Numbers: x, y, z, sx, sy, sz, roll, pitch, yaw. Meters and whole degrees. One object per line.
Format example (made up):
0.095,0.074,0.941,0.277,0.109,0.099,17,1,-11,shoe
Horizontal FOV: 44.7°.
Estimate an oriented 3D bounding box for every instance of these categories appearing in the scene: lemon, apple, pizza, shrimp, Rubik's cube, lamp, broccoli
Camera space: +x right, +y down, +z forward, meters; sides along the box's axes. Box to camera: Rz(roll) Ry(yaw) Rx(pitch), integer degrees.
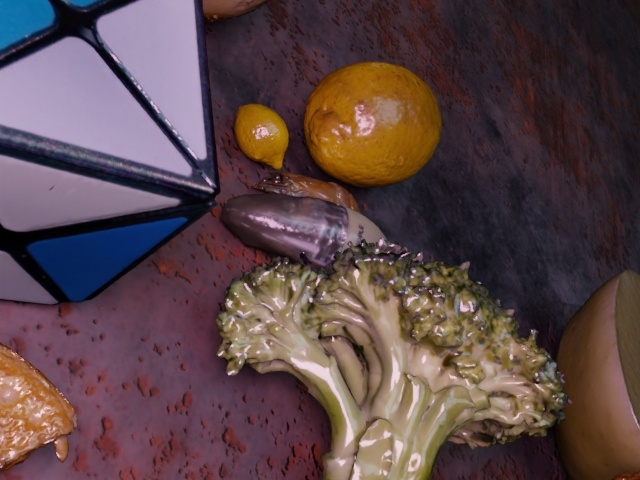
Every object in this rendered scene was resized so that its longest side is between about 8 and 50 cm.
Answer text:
0.070,-0.157,1.053,0.207,0.170,0.170,2,67,-41,lemon
0.498,0.247,1.174,0.312,0.320,0.360,10,45,3,apple
-0.072,-0.130,0.969,0.065,0.065,0.092,-34,92,-50,lemon
-0.299,0.157,0.576,0.188,0.062,0.199,35,51,-10,pizza
-0.015,-0.039,1.002,0.180,0.041,0.099,23,68,-37,shrimp
-0.251,-0.108,0.631,0.246,0.250,0.248,11,58,-42,Rubik's cube
0.000,0.000,0.933,0.250,0.101,0.101,19,54,-25,lamp
0.099,0.209,0.830,0.353,0.275,0.397,-14,66,-4,broccoli

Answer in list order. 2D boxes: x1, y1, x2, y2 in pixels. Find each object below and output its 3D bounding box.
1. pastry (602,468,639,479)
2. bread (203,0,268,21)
0.371,0.405,0.889,0.410,0.409,0.245,13,42,-41,pastry
-0.167,-0.393,0.949,0.306,0.159,0.305,23,51,-32,bread
